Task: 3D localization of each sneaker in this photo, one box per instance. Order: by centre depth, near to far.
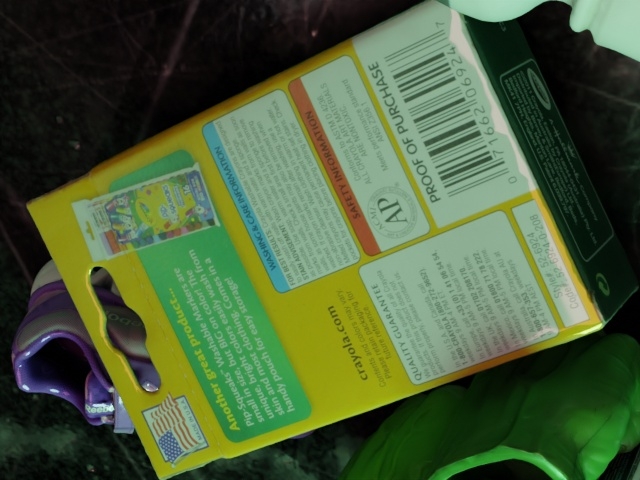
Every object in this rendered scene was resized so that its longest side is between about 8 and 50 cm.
[{"bbox_3d":[-0.111,0.094,1.096,0.236,0.104,0.095,17,124,13],"label":"sneaker"}]

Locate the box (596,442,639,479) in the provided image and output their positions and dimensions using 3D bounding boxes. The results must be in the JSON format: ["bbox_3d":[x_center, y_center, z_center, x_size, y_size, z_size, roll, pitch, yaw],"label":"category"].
[{"bbox_3d":[0.180,0.250,1.026,0.169,0.087,0.290,39,133,-2],"label":"box"}]

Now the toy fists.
[{"bbox_3d":[0.097,0.140,0.995,0.096,0.142,0.279,40,138,-9],"label":"toy fists"}]

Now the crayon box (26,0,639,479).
[{"bbox_3d":[0.000,0.000,0.966,0.323,0.083,0.203,-23,95,29],"label":"crayon box"}]

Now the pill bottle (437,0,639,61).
[{"bbox_3d":[0.048,-0.230,0.760,0.361,0.204,0.204,26,127,7],"label":"pill bottle"}]
